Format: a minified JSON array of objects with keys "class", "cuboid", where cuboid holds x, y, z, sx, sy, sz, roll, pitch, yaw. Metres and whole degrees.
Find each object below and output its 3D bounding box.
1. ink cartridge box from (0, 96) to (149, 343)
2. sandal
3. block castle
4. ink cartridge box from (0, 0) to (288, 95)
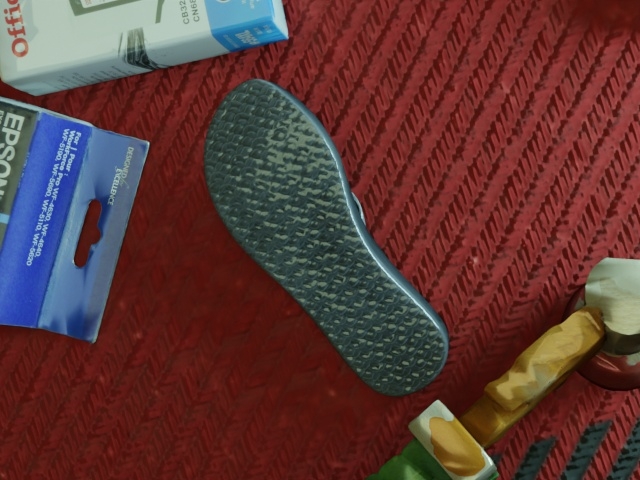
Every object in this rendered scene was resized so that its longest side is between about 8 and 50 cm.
[{"class":"ink cartridge box","cuboid":[-0.308,-0.042,1.104,0.333,0.065,0.165,14,91,5]},{"class":"sandal","cuboid":[0.000,0.001,1.080,0.097,0.054,0.254,-30,96,13]},{"class":"block castle","cuboid":[0.134,0.253,0.986,0.453,0.213,0.303,-40,74,-2]},{"class":"ink cartridge box","cuboid":[-0.139,-0.199,1.072,0.203,0.086,0.148,-12,88,6]}]
